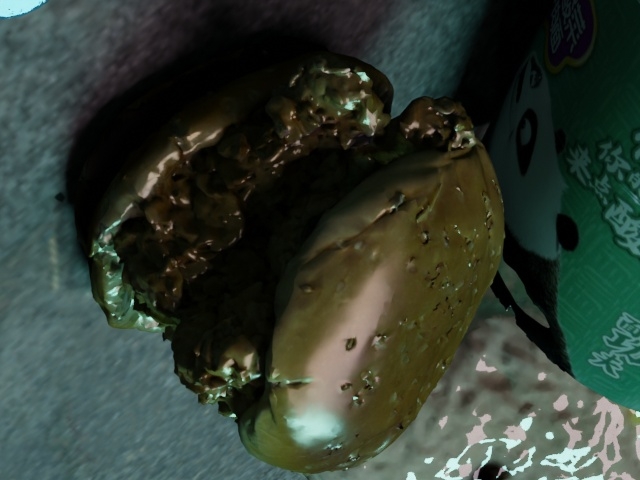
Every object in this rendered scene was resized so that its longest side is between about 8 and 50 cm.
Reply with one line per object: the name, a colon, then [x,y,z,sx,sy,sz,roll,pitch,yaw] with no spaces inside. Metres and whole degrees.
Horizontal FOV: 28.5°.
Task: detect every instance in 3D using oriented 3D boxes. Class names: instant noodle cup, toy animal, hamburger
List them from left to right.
hamburger: [0.000,0.000,0.476,0.159,0.131,0.185,-34,150,-27]
toy animal: [0.153,0.083,0.756,0.358,0.188,0.226,5,131,-48]
instant noodle cup: [0.190,-0.046,0.579,0.251,0.251,0.190,-23,158,-36]

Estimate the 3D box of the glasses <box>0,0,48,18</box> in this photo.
glasses: [-0.137,0.021,0.295,0.102,0.207,0.239,19,119,-22]
